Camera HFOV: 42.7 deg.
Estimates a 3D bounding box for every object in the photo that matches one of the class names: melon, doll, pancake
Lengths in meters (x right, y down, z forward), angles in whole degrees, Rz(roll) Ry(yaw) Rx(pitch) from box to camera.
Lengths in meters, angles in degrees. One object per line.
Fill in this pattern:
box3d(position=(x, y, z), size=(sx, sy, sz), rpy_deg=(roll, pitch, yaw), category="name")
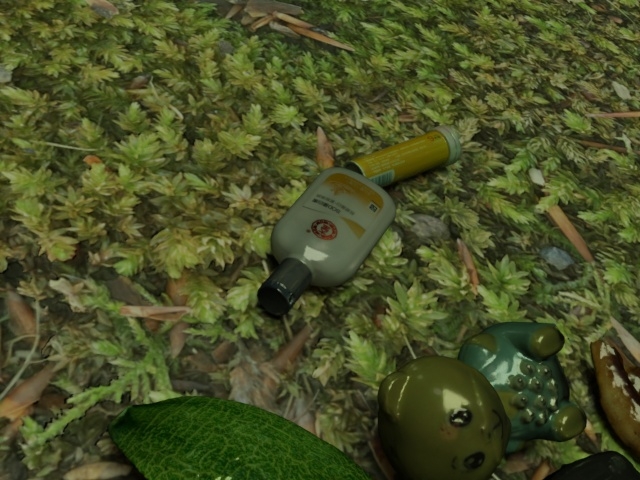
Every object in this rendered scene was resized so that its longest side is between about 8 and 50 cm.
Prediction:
box3d(position=(-0.099, 0.269, 0.912), size=(0.323, 0.124, 0.196), rpy_deg=(32, 40, 8), category="melon")
box3d(position=(0.190, 0.212, 1.035), size=(0.261, 0.161, 0.177), rpy_deg=(-22, 99, -34), category="doll")
box3d(position=(0.503, 0.268, 1.171), size=(0.257, 0.056, 0.212), rpy_deg=(18, 47, -3), category="pancake")

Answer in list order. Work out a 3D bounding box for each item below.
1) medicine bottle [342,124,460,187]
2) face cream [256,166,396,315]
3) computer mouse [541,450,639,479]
box3d(position=(0.138, -0.135, 1.392), size=(0.218, 0.074, 0.074), rpy_deg=(-22, 60, -32), category="medicine bottle")
box3d(position=(0.000, 0.000, 1.221), size=(0.144, 0.071, 0.291), rpy_deg=(32, 48, 10), category="face cream")
box3d(position=(0.371, 0.391, 0.984), size=(0.170, 0.100, 0.269), rpy_deg=(-12, 51, -31), category="computer mouse")
